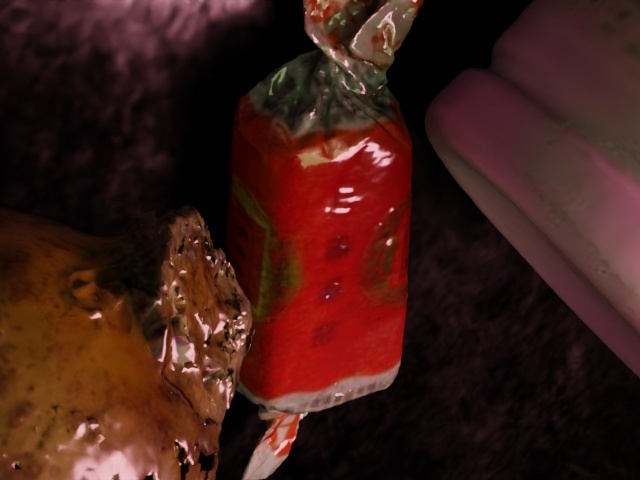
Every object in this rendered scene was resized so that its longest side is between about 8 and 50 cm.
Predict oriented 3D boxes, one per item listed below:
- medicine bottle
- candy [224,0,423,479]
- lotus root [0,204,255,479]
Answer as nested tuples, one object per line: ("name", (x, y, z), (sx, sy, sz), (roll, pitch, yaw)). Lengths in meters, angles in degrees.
("medicine bottle", (0.228, -0.087, 0.758), (0.325, 0.212, 0.212), (-42, 141, -1))
("candy", (0.000, 0.001, 0.764), (0.086, 0.059, 0.292), (-17, 133, -26))
("lotus root", (-0.196, 0.119, 0.624), (0.397, 0.179, 0.196), (-33, 156, -6))
